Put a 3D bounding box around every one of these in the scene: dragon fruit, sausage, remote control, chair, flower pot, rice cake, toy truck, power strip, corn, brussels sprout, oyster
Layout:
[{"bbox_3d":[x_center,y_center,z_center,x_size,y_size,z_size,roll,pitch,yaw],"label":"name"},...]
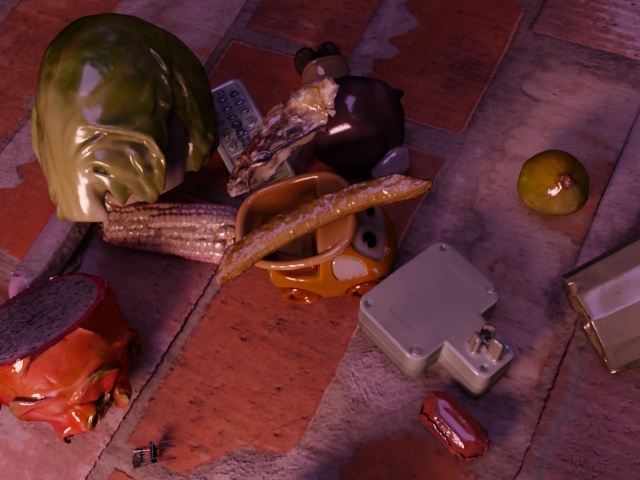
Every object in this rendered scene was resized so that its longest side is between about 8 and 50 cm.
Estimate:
[{"bbox_3d":[-0.478,0.226,1.373,0.305,0.226,0.305,-19,29,11],"label":"dragon fruit"},{"bbox_3d":[0.232,0.323,1.280,0.076,0.076,0.141,-41,62,-13],"label":"sausage"},{"bbox_3d":[-0.169,-0.220,1.644,0.128,0.066,0.335,-26,61,-7],"label":"remote control"},{"bbox_3d":[-0.311,0.391,1.350,0.086,0.042,0.037,-12,57,3],"label":"chair"},{"bbox_3d":[0.573,0.096,1.262,0.259,0.290,0.290,-27,60,9],"label":"flower pot"},{"bbox_3d":[-0.544,-0.036,1.583,0.070,0.064,0.399,8,56,22],"label":"rice cake"},{"bbox_3d":[0.000,0.000,1.416,0.287,0.212,0.204,-7,62,10],"label":"toy truck"},{"bbox_3d":[0.228,0.143,1.327,0.229,0.141,0.261,-33,63,-22],"label":"power strip"},{"bbox_3d":[-0.302,-0.026,1.534,0.335,0.127,0.127,9,64,17],"label":"corn"},{"bbox_3d":[-0.400,-0.261,1.463,0.342,0.361,0.425,-16,18,20],"label":"brussels sprout"},{"bbox_3d":[-0.084,-0.189,1.425,0.100,0.275,0.271,39,72,-13],"label":"oyster"}]

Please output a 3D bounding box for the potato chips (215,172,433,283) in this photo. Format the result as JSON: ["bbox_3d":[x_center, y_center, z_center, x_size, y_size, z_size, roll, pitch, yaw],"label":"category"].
[{"bbox_3d":[-0.002,-0.037,1.281,0.406,0.057,0.080,-24,65,5],"label":"potato chips"}]

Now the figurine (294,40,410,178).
[{"bbox_3d":[0.043,-0.285,1.610,0.218,0.206,0.365,-6,33,-19],"label":"figurine"}]

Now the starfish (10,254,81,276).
[{"bbox_3d":[-0.582,0.116,1.549,0.216,0.050,0.223,21,62,27],"label":"starfish"}]

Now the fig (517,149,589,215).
[{"bbox_3d":[0.462,-0.112,1.455,0.136,0.121,0.153,-36,39,-5],"label":"fig"}]
